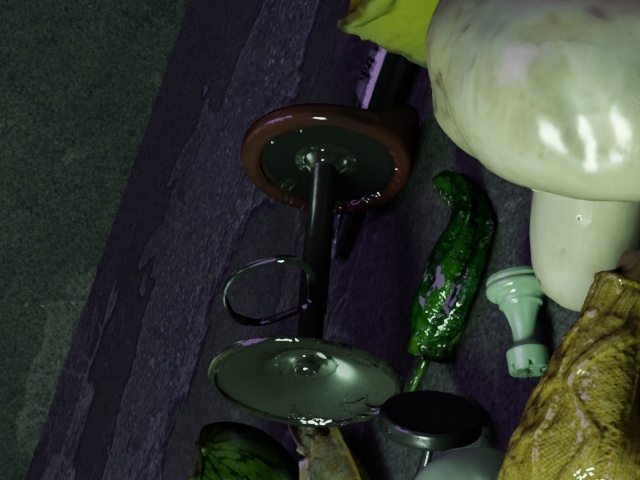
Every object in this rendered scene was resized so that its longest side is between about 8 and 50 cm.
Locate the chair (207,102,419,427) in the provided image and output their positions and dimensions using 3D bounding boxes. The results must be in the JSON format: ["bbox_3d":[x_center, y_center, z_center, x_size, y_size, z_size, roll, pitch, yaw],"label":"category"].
[{"bbox_3d":[0.000,0.000,1.671,0.226,0.226,0.401,-43,33,50],"label":"chair"}]

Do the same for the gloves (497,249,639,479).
[{"bbox_3d":[0.235,0.180,1.107,0.203,0.155,0.357,-17,59,64],"label":"gloves"}]

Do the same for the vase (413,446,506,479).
[{"bbox_3d":[0.159,0.313,1.246,0.128,0.128,0.248,-54,38,39],"label":"vase"}]

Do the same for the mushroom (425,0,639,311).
[{"bbox_3d":[0.247,-0.102,1.204,0.314,0.314,0.336,-106,8,-53],"label":"mushroom"}]

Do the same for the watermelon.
[{"bbox_3d":[-0.082,0.325,1.733,0.204,0.127,0.232,-77,-23,-61],"label":"watermelon"}]

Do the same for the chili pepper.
[{"bbox_3d":[0.137,0.047,1.555,0.122,0.065,0.279,157,129,-74],"label":"chili pepper"}]

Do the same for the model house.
[{"bbox_3d":[0.132,-0.364,1.706,0.193,0.174,0.234,-44,40,51],"label":"model house"}]

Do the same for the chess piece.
[{"bbox_3d":[0.202,0.083,1.382,0.067,0.067,0.103,-40,48,53],"label":"chess piece"}]

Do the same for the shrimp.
[{"bbox_3d":[0.012,0.327,1.634,0.168,0.077,0.317,-64,27,28],"label":"shrimp"}]

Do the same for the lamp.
[{"bbox_3d":[0.062,0.334,1.453,0.130,0.108,0.371,32,102,57],"label":"lamp"}]

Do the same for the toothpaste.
[{"bbox_3d":[0.064,-0.165,1.872,0.392,0.061,0.099,-70,25,12],"label":"toothpaste"}]
